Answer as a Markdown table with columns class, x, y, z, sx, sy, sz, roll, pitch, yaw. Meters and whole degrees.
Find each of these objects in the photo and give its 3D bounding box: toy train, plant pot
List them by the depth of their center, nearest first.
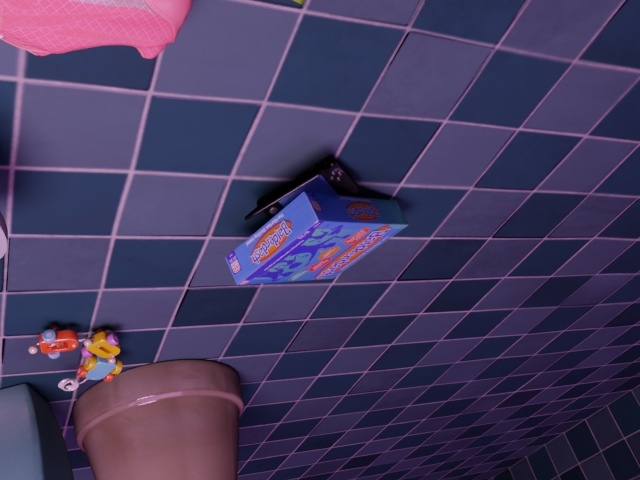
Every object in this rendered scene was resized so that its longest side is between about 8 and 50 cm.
| class | x | y | z | sx | sy | sz | roll | pitch | yaw |
| --- | --- | --- | --- | --- | --- | --- | --- | --- | --- |
| toy train | -0.373 | 0.171 | 1.057 | 0.125 | 0.046 | 0.166 | -9 | 144 | -13 |
| plant pot | -0.504 | 0.369 | 1.109 | 0.166 | 0.234 | 0.165 | -14 | 147 | -6 |
| plant pot | -0.277 | 0.416 | 1.258 | 0.324 | 0.280 | 0.323 | -14 | 147 | -9 |

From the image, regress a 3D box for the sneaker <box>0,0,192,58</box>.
| class | x | y | z | sx | sy | sz | roll | pitch | yaw |
| --- | --- | --- | --- | --- | --- | --- | --- | --- | --- |
| sneaker | -0.241 | -0.191 | 0.505 | 0.314 | 0.115 | 0.136 | 0 | 146 | -26 |

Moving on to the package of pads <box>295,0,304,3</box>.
| class | x | y | z | sx | sy | sz | roll | pitch | yaw |
| --- | --- | --- | --- | --- | --- | --- | --- | --- | --- |
| package of pads | -0.072 | -0.309 | 0.425 | 0.297 | 0.101 | 0.229 | 10 | 140 | -39 |

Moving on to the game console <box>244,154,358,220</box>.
| class | x | y | z | sx | sy | sz | roll | pitch | yaw |
| --- | --- | --- | --- | --- | --- | --- | --- | --- | --- |
| game console | -0.021 | -0.048 | 0.869 | 0.122 | 0.071 | 0.107 | -29 | 132 | 18 |

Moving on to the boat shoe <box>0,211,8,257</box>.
| class | x | y | z | sx | sy | sz | roll | pitch | yaw |
| --- | --- | --- | --- | --- | --- | --- | --- | --- | --- |
| boat shoe | -0.388 | -0.089 | 0.597 | 0.113 | 0.104 | 0.306 | -21 | 142 | 12 |

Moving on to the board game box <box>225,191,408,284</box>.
| class | x | y | z | sx | sy | sz | roll | pitch | yaw |
| --- | --- | --- | --- | --- | --- | --- | --- | --- | --- |
| board game box | 0.000 | 0.000 | 0.929 | 0.160 | 0.047 | 0.210 | -38 | 158 | 32 |
